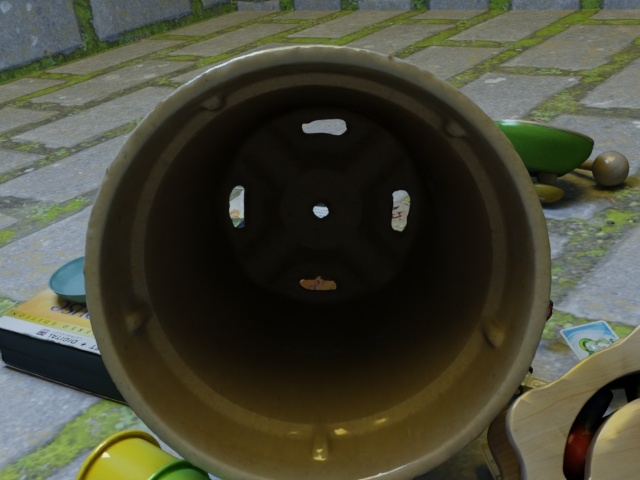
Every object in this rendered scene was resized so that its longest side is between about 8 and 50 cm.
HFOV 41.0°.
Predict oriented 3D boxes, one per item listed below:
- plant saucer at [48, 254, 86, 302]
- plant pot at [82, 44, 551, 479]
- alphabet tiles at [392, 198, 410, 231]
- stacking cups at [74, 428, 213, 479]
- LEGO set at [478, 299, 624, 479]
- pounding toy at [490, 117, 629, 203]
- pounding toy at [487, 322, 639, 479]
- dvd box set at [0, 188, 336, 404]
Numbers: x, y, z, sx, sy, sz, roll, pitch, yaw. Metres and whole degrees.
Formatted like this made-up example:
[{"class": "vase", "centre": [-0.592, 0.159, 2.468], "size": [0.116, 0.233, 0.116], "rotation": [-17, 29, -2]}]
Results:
[{"class": "plant saucer", "centre": [-0.260, 0.044, 1.014], "size": [0.119, 0.021, 0.119], "rotation": [-7, 24, 3]}, {"class": "plant pot", "centre": [0.000, 0.000, 0.752], "size": [0.333, 0.334, 0.305], "rotation": [-7, 12, 2]}, {"class": "alphabet tiles", "centre": [0.048, -0.022, 1.242], "size": [0.237, 0.009, 0.198], "rotation": [-9, 24, -3]}, {"class": "stacking cups", "centre": [-0.049, 0.226, 0.609], "size": [0.316, 0.096, 0.096], "rotation": [12, 31, 39]}, {"class": "LEGO set", "centre": [0.210, 0.147, 0.792], "size": [0.182, 0.060, 0.244], "rotation": [-12, 36, -8]}, {"class": "pounding toy", "centre": [0.314, -0.098, 1.249], "size": [0.236, 0.110, 0.183], "rotation": [12, -1, -33]}, {"class": "pounding toy", "centre": [0.256, 0.157, 0.673], "size": [0.269, 0.155, 0.154], "rotation": [-28, 72, -12]}, {"class": "dvd box set", "centre": [-0.144, 0.050, 1.063], "size": [0.307, 0.062, 0.420], "rotation": [9, 30, 33]}]
